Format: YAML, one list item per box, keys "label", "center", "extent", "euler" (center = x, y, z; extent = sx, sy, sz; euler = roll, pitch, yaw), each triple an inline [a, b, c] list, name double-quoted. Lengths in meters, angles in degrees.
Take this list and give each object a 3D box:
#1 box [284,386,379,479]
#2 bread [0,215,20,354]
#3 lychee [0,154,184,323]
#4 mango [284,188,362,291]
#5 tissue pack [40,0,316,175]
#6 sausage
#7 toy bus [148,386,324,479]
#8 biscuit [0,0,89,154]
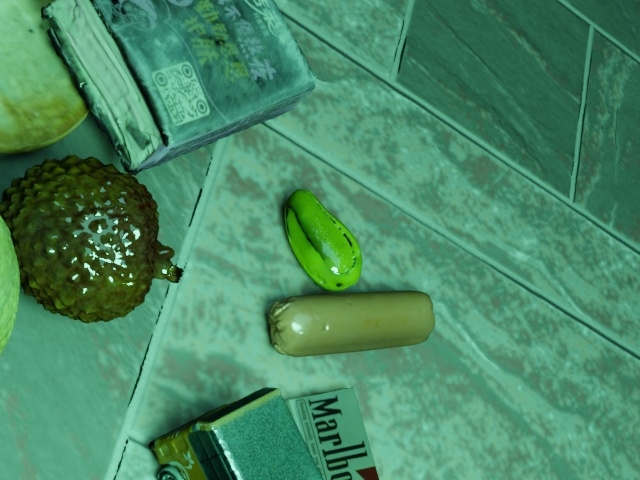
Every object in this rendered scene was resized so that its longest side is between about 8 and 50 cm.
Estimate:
- label: "box"
  center: [0.018, 0.295, 1.634]
  extent: [0.115, 0.036, 0.178]
  euler: [-3, 71, -39]
- label: "bread"
  center: [-0.455, 0.069, 1.202]
  extent: [0.237, 0.320, 0.320]
  euler: [43, 48, 8]
- label: "lychee"
  center: [-0.277, 0.002, 1.448]
  extent: [0.238, 0.200, 0.200]
  euler: [22, 57, -21]
- label: "mango"
  center: [0.000, 0.000, 1.739]
  extent: [0.091, 0.074, 0.165]
  euler: [-16, 68, -36]
- label: "tissue pack"
  center: [-0.181, -0.263, 1.668]
  extent: [0.361, 0.122, 0.259]
  euler: [-32, 93, -53]
- label: "sausage"
  center: [0.049, 0.117, 1.711]
  extent: [0.289, 0.086, 0.086]
  euler: [-1, 70, -39]
- label: "toy bus"
  center: [-0.072, 0.332, 1.459]
  extent: [0.138, 0.167, 0.275]
  euler: [-22, 84, -42]
- label: "biscuit"
  center: [-0.393, -0.218, 1.557]
  extent: [0.204, 0.040, 0.309]
  euler: [41, 49, -14]
